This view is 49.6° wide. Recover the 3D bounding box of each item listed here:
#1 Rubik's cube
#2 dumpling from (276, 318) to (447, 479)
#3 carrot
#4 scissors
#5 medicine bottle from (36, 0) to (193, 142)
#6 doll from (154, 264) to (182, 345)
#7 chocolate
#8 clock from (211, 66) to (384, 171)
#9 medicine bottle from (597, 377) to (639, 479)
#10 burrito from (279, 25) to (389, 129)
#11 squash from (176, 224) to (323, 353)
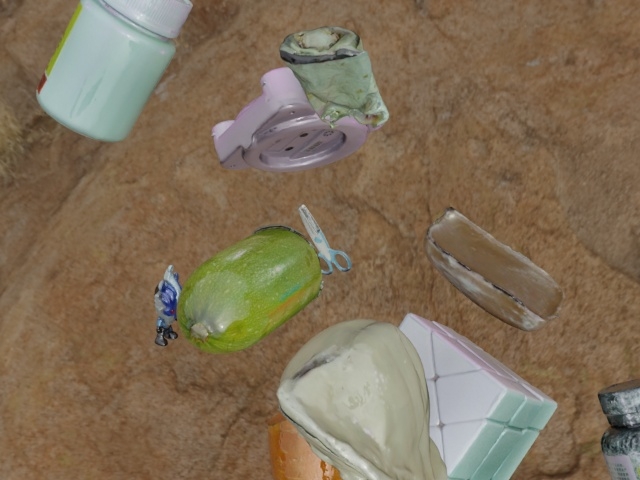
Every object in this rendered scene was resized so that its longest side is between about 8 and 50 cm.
[{"bbox_3d":[0.304,0.408,1.644,0.318,0.316,0.322,37,99,41],"label":"Rubik's cube"},{"bbox_3d":[0.086,0.269,1.068,0.315,0.395,0.233,43,98,19],"label":"dumpling"},{"bbox_3d":[-0.018,0.491,1.548,0.214,0.193,0.331,-10,95,19],"label":"carrot"},{"bbox_3d":[0.000,0.000,0.973,0.058,0.119,0.014,-11,32,30],"label":"scissors"},{"bbox_3d":[-0.283,-0.259,0.958,0.139,0.139,0.225,42,109,19],"label":"medicine bottle"},{"bbox_3d":[-0.354,0.146,1.603,0.070,0.096,0.195,14,111,16],"label":"doll"},{"bbox_3d":[0.282,0.062,1.176,0.261,0.083,0.161,39,35,17],"label":"chocolate"},{"bbox_3d":[-0.041,-0.245,1.505,0.322,0.295,0.113,-4,71,-39],"label":"clock"},{"bbox_3d":[0.496,0.349,0.998,0.141,0.141,0.293,-16,80,0],"label":"medicine bottle"},{"bbox_3d":[0.034,-0.273,1.190,0.143,0.229,0.089,2,69,19],"label":"burrito"},{"bbox_3d":[-0.061,0.045,0.602,0.095,0.188,0.095,2,100,13],"label":"squash"}]
